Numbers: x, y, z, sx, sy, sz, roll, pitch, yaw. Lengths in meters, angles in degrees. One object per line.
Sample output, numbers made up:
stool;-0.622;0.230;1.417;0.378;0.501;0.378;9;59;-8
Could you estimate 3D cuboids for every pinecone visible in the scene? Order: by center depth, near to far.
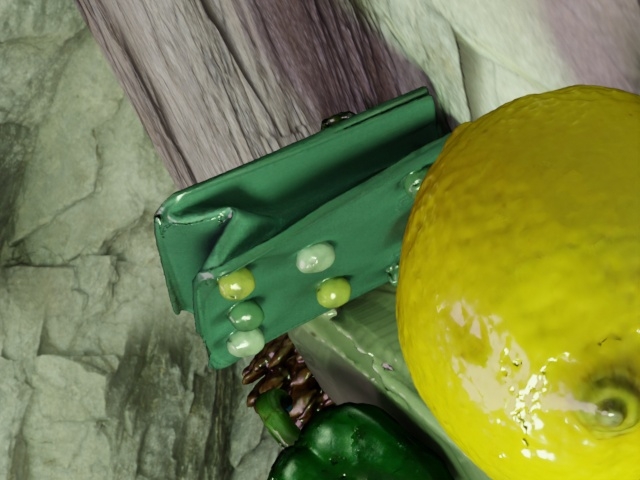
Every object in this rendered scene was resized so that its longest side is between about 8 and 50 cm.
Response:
pinecone;0.035;0.165;2.180;0.272;0.224;0.224;48;170;3

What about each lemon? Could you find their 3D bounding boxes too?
lemon;0.155;0.026;1.088;0.228;0.228;0.253;74;-178;-56

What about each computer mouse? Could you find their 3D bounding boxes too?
computer mouse;0.144;0.164;1.824;0.429;0.145;0.228;41;160;29

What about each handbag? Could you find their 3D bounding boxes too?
handbag;0.000;0.005;1.665;0.269;0.274;0.100;90;156;-66

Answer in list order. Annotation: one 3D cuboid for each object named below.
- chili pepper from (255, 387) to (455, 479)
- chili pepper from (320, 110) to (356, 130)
chili pepper;0.016;0.234;1.779;0.261;0.165;0.174;30;164;29
chili pepper;0.051;-0.056;1.878;0.216;0.062;0.108;81;163;-67
